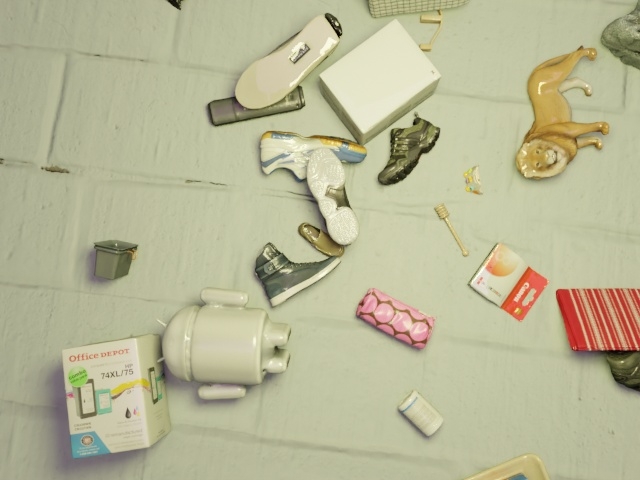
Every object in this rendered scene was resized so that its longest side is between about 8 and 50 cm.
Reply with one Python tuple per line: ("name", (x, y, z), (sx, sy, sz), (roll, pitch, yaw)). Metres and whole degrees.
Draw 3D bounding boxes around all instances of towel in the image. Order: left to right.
("towel", (0.255, -0.721, 1.554), (0.283, 0.235, 0.122), (-4, 79, 14))
("towel", (0.775, 0.207, 1.518), (0.274, 0.031, 0.199), (0, 47, 2))

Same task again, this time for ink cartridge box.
("ink cartridge box", (-0.527, 0.395, 1.510), (0.198, 0.197, 0.270), (-10, 84, 1))
("ink cartridge box", (0.516, 0.115, 1.577), (0.179, 0.045, 0.145), (36, 87, 8))

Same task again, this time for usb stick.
("usb stick", (-0.183, -0.386, 1.651), (0.277, 0.045, 0.077), (-11, 83, 1))

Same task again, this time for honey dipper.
("honey dipper", (0.366, -0.027, 1.605), (0.030, 0.030, 0.161), (-27, 87, -1))

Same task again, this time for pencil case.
("pencil case", (0.204, 0.203, 1.557), (0.209, 0.095, 0.098), (25, 117, 4))

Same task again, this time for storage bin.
("storage bin", (-0.559, 0.054, 1.585), (0.098, 0.135, 0.091), (12, 96, 3))

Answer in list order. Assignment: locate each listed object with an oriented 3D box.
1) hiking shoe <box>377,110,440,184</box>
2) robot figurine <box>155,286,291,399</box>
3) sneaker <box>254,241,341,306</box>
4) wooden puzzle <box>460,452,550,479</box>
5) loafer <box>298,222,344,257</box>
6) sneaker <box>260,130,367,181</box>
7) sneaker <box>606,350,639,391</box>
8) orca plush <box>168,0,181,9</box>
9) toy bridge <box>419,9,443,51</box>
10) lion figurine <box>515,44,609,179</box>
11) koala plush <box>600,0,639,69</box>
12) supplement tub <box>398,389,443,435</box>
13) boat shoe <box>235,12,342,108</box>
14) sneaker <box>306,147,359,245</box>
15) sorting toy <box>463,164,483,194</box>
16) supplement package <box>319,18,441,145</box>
("hiking shoe", (0.227, -0.254, 1.615), (0.227, 0.086, 0.114), (-45, 71, -8))
("robot figurine", (-0.256, 0.273, 1.511), (0.353, 0.200, 0.300), (3, 93, 2))
("sneaker", (-0.071, 0.058, 1.582), (0.226, 0.086, 0.164), (-29, 87, 0))
("wooden puzzle", (0.470, 0.767, 1.496), (0.347, 0.080, 0.322), (-21, 84, 0))
("loafer", (0.000, 0.000, 1.603), (0.148, 0.050, 0.056), (30, 86, 5))
("sneaker", (-0.021, -0.228, 1.615), (0.296, 0.112, 0.131), (6, 105, 2))
("sneaker", (0.858, 0.314, 1.530), (0.227, 0.087, 0.130), (-27, 111, -20))
("orca plush", (-0.357, -0.817, 1.671), (0.287, 0.102, 0.151), (-37, 84, -2))
("toy bridge", (0.320, -0.638, 1.667), (0.063, 0.026, 0.188), (3, 84, 2))
("lion figurine", (0.641, -0.356, 1.589), (0.240, 0.142, 0.393), (-5, 70, 9))
("koala plush", (0.900, -0.606, 1.566), (0.203, 0.196, 0.221), (26, 90, 14))
("supplement tub", (0.266, 0.458, 1.538), (0.107, 0.071, 0.071), (44, 87, 6))
("boat shoe", (-0.081, -0.483, 1.611), (0.340, 0.158, 0.127), (-35, 96, 7))
("sneaker", (0.033, -0.109, 1.562), (0.101, 0.153, 0.269), (-17, 81, 0))
("sorting toy", (0.426, -0.171, 1.592), (0.044, 0.075, 0.083), (-7, 84, 1))
("supplement package", (0.159, -0.429, 1.593), (0.261, 0.145, 0.204), (-36, 84, -2))
